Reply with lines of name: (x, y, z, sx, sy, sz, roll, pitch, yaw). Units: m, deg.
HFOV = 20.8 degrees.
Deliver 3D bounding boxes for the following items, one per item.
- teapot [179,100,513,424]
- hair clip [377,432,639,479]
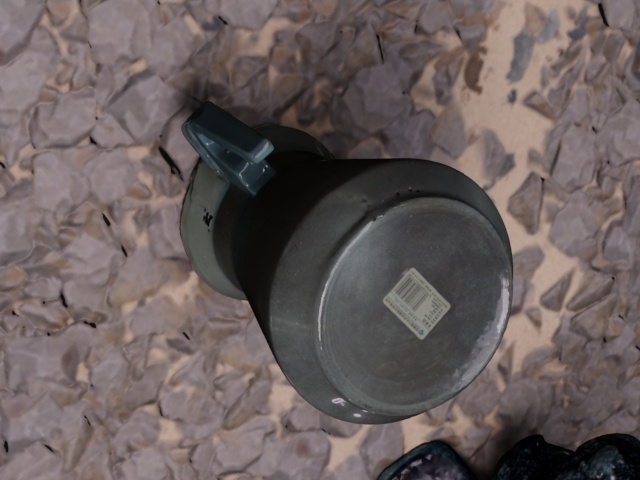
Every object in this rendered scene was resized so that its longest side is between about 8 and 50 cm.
teapot: (0.000, 0.000, 1.136, 0.171, 0.225, 0.203, -44, 121, -9)
hair clip: (0.139, 0.270, 1.325, 0.310, 0.206, 0.194, -43, 117, -2)
